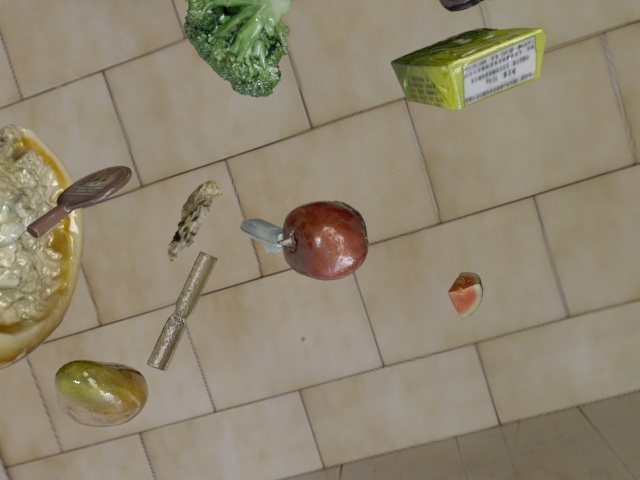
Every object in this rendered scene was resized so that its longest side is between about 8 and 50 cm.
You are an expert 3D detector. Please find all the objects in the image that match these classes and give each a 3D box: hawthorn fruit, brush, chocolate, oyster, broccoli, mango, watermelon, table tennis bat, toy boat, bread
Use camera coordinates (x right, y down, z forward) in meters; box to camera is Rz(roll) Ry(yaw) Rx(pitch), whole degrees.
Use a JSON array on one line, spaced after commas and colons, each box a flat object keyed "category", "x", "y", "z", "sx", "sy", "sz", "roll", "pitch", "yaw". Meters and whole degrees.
[{"category": "hawthorn fruit", "x": 0.000, "y": 0.000, "z": 1.489, "sx": 0.215, "sy": 0.250, "sz": 0.215, "roll": -3, "pitch": 86, "yaw": 49}, {"category": "brush", "x": -0.270, "y": 0.137, "z": 1.156, "sx": 0.043, "sy": 0.036, "sz": 0.248, "roll": 24, "pitch": 64, "yaw": -9}, {"category": "chocolate", "x": 0.387, "y": -0.457, "z": 1.552, "sx": 0.301, "sy": 0.289, "sz": 0.137, "roll": -24, "pitch": 115, "yaw": -14}, {"category": "oyster", "x": -0.441, "y": -0.069, "z": 1.969, "sx": 0.094, "sy": 0.166, "sz": 0.294, "roll": 34, "pitch": 74, "yaw": -5}, {"category": "broccoli", "x": -0.161, "y": -0.467, "z": 1.281, "sx": 0.265, "sy": 0.245, "sz": 0.294, "roll": 8, "pitch": 84, "yaw": -36}, {"category": "mango", "x": -0.335, "y": 0.229, "z": 0.897, "sx": 0.136, "sy": 0.227, "sz": 0.099, "roll": 6, "pitch": 67, "yaw": -5}, {"category": "watermelon", "x": 0.400, "y": 0.157, "z": 1.646, "sx": 0.094, "sy": 0.125, "sz": 0.135, "roll": 4, "pitch": 100, "yaw": -18}, {"category": "table tennis bat", "x": -0.319, "y": -0.019, "z": 0.842, "sx": 0.107, "sy": 0.170, "sz": 0.119, "roll": 3, "pitch": 127, "yaw": 34}, {"category": "toy boat", "x": -0.183, "y": -0.019, "z": 1.853, "sx": 0.078, "sy": 0.260, "sz": 0.085, "roll": -14, "pitch": 111, "yaw": -32}, {"category": "bread", "x": -0.548, "y": 0.003, "z": 0.938, "sx": 0.245, "sy": 0.424, "sz": 0.329, "roll": 4, "pitch": 135, "yaw": -2}]

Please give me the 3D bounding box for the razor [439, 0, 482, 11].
[{"category": "razor", "x": 0.338, "y": -0.700, "z": 1.317, "sx": 0.204, "sy": 0.113, "sz": 0.349, "roll": -10, "pitch": 90, "yaw": 30}]
